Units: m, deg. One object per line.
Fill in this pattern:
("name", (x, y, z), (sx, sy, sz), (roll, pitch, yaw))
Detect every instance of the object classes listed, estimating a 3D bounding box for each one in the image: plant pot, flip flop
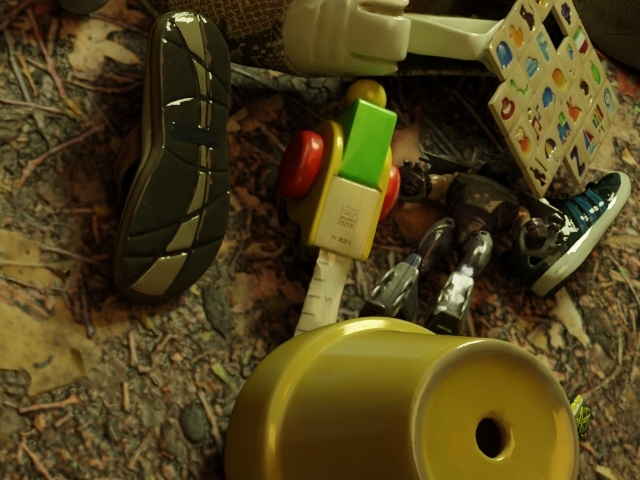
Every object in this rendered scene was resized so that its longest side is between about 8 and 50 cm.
("plant pot", (0.081, 0.178, 1.138), (0.254, 0.239, 0.254), (8, 73, -28))
("flip flop", (-0.147, -0.077, 1.264), (0.112, 0.080, 0.277), (13, 76, -44))

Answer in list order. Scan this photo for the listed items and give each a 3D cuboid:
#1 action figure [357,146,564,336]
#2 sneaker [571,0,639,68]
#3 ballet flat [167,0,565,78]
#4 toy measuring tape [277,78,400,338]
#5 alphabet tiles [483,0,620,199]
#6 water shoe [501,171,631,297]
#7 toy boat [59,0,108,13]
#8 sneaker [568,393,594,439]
("action figure", (0.144, -0.003, 1.368), (0.185, 0.099, 0.285), (18, 49, 18))
("sneaker", (0.415, -0.268, 1.704), (0.222, 0.083, 0.118), (35, 34, -1))
("ballet flat", (0.085, -0.230, 1.392), (0.482, 0.164, 0.182), (-4, 32, -39))
("toy measuring tape", (0.000, 0.000, 1.323), (0.121, 0.121, 0.330), (19, 80, -20))
("alphabet tiles", (0.241, -0.157, 1.422), (0.198, 0.009, 0.237), (59, 43, -24))
("water shoe", (0.271, -0.027, 1.486), (0.080, 0.073, 0.203), (40, 52, 1))
("toy boat", (-0.159, -0.351, 1.374), (0.267, 0.148, 0.318), (31, 48, 16))
("sneaker", (0.256, 0.193, 1.387), (0.035, 0.031, 0.083), (43, 52, -4))
